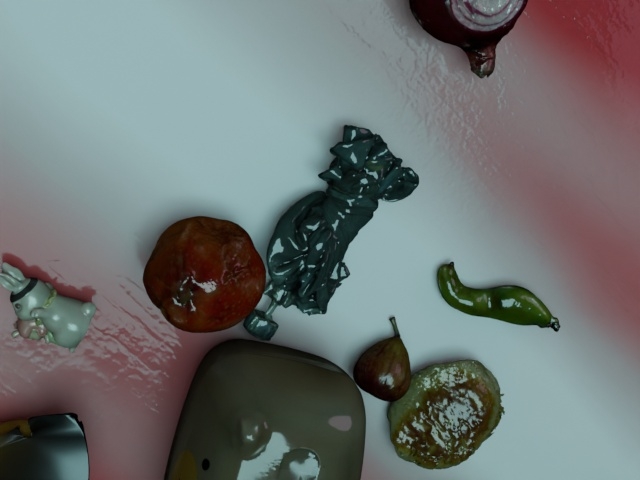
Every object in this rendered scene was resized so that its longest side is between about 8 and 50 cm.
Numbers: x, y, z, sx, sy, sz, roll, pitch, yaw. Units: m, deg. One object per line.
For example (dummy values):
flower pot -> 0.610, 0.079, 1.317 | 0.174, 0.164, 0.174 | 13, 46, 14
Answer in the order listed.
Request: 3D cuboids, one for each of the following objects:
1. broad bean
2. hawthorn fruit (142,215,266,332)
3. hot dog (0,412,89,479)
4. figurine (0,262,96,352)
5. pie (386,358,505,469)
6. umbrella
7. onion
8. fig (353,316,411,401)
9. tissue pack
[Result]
broad bean -> 0.273, 0.094, 1.865 | 0.213, 0.048, 0.070 | 21, 98, -12
hawthorn fruit -> -0.164, 0.044, 1.699 | 0.173, 0.173, 0.179 | -59, 148, 4
hot dog -> -0.479, 0.339, 1.739 | 0.326, 0.107, 0.194 | -10, 94, 0
figurine -> -0.401, 0.104, 1.712 | 0.146, 0.081, 0.098 | 26, 96, -16
pie -> 0.191, 0.268, 1.872 | 0.163, 0.079, 0.193 | 40, 94, -11
umbrella -> 0.002, 0.002, 1.768 | 0.143, 0.094, 0.349 | 35, 97, -8
onion -> 0.208, -0.333, 1.729 | 0.173, 0.135, 0.198 | -14, 119, -11
fig -> 0.106, 0.179, 1.839 | 0.089, 0.089, 0.125 | 28, 77, -16
tissue pack -> -0.085, 0.352, 1.732 | 0.267, 0.277, 0.387 | 13, 100, -17
